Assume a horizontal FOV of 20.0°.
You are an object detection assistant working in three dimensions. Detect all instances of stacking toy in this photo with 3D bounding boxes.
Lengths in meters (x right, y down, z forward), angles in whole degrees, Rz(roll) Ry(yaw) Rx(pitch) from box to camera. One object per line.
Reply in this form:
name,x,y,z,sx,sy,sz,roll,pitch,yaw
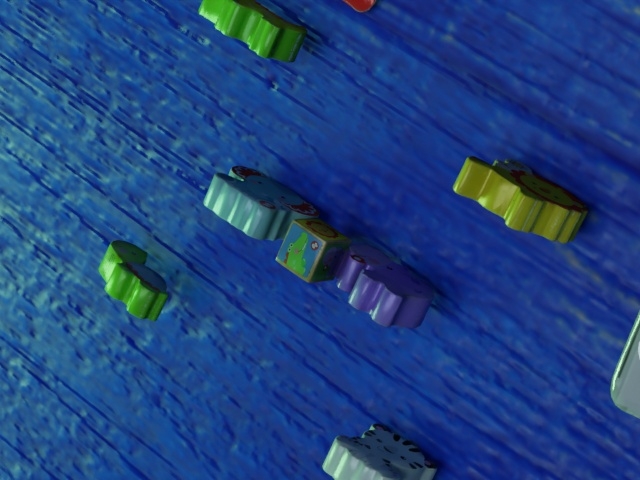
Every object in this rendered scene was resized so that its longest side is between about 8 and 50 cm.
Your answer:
stacking toy,0.000,0.000,0.866,0.221,0.052,0.167,35,111,27

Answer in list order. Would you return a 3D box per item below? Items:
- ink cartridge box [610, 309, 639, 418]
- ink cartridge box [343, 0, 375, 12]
ink cartridge box,0.285,-0.005,0.627,0.296,0.066,0.261,23,109,13
ink cartridge box,0.009,-0.232,0.814,0.134,0.078,0.231,38,114,24
